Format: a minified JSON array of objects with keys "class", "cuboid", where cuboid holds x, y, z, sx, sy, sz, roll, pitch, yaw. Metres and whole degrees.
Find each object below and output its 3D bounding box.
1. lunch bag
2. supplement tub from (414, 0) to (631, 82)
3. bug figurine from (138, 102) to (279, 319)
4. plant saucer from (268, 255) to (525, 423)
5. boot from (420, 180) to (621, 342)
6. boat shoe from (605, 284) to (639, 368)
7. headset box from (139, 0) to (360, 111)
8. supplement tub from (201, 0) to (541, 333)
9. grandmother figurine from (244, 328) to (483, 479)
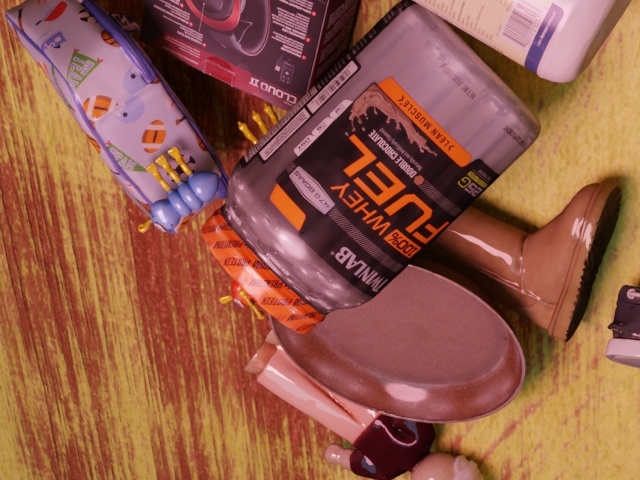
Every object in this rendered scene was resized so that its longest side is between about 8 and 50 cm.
[{"class":"lunch bag","cuboid":[-0.236,-0.164,2.053,0.243,0.115,0.303,47,170,47]},{"class":"supplement tub","cuboid":[0.158,-0.324,1.694,0.325,0.235,0.235,32,133,8]},{"class":"bug figurine","cuboid":[-0.073,-0.032,2.038,0.072,0.216,0.279,53,-176,40]},{"class":"plant saucer","cuboid":[0.093,0.105,2.087,0.311,0.050,0.310,14,142,11]},{"class":"boot","cuboid":[0.185,-0.016,2.009,0.269,0.089,0.236,26,132,15]},{"class":"boat shoe","cuboid":[0.456,0.100,1.913,0.303,0.091,0.114,6,169,23]},{"class":"headset box","cuboid":[-0.069,-0.290,1.948,0.218,0.110,0.293,26,132,14]},{"class":"supplement tub","cuboid":[0.048,-0.073,1.872,0.207,0.207,0.338,44,99,-4]},{"class":"grandmother figurine","cuboid":[0.064,0.236,2.264,0.342,0.104,0.208,39,143,5]}]
